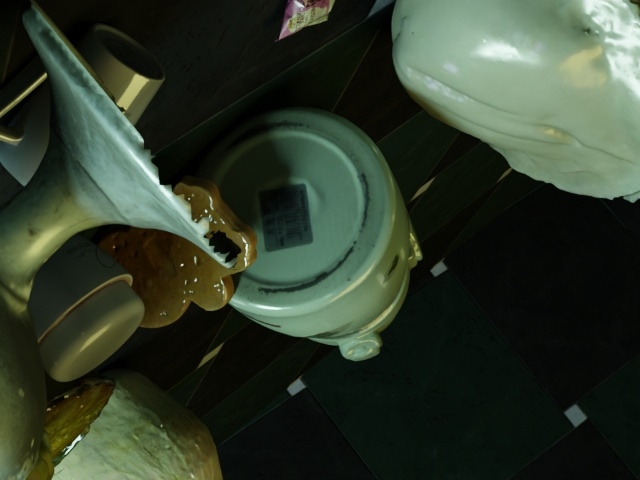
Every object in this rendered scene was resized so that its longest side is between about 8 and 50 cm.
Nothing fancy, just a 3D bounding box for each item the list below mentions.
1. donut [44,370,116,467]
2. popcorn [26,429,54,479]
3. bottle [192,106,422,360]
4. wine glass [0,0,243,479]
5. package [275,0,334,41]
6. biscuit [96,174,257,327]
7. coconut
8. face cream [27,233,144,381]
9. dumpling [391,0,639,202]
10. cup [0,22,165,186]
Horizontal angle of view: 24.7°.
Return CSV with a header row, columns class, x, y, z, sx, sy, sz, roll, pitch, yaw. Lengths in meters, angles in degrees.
class,x,y,z,sx,sy,sz,roll,pitch,yaw
donut,-0.332,0.188,1.397,0.272,0.107,0.272,-42,170,-10
popcorn,-0.335,0.218,1.143,0.270,0.224,0.258,19,105,-45
bottle,0.000,0.000,1.532,0.229,0.229,0.352,-43,163,0
wine glass,-0.225,0.035,0.824,0.323,0.238,0.238,-40,170,-4
package,-0.006,-0.205,1.230,0.059,0.029,0.083,-28,153,-32
biscuit,-0.138,0.017,1.353,0.184,0.133,0.027,-49,-178,32
coconut,-0.261,0.329,1.857,0.297,0.254,0.297,-42,172,-7
face cream,-0.221,0.056,1.279,0.117,0.104,0.117,-41,171,-8
dumpling,0.207,-0.161,1.423,0.233,0.315,0.395,-32,172,-19
cup,-0.173,-0.088,0.987,0.104,0.074,0.116,18,119,-46
